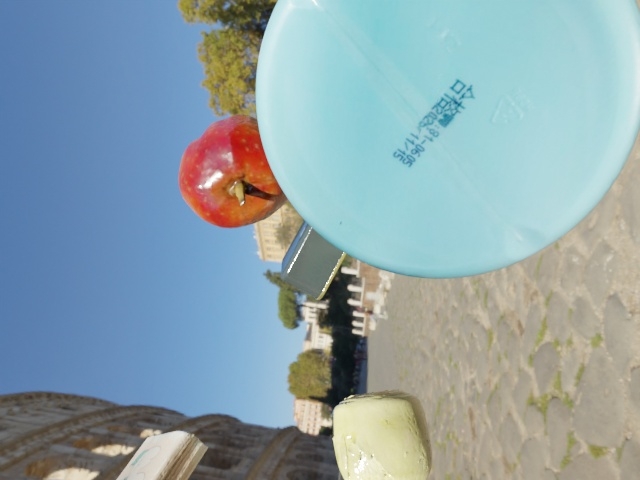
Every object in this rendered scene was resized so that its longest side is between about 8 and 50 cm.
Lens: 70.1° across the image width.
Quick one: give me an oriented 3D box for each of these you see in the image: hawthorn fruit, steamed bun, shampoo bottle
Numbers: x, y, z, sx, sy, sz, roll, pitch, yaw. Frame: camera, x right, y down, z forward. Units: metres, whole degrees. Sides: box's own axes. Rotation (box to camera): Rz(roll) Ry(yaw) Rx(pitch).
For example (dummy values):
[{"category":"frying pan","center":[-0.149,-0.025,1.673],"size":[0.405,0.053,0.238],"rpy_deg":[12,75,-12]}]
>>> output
[{"category":"hawthorn fruit","center":[-0.190,-0.148,1.082],"size":[0.330,0.287,0.287],"rpy_deg":[-112,23,-63]},{"category":"steamed bun","center":[0.171,0.488,1.111],"size":[0.166,0.273,0.232],"rpy_deg":[-45,42,43]},{"category":"shampoo bottle","center":[0.143,-0.172,0.516],"size":[0.342,0.331,0.331],"rpy_deg":[-52,-29,-56]}]

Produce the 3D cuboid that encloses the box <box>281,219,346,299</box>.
[{"category":"box","center":[0.000,0.000,0.899],"size":[0.201,0.090,0.144],"rpy_deg":[-62,9,10]}]

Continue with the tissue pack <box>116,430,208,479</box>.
[{"category":"tissue pack","center":[-0.334,0.474,0.752],"size":[0.071,0.170,0.325],"rpy_deg":[50,-140,-15]}]
